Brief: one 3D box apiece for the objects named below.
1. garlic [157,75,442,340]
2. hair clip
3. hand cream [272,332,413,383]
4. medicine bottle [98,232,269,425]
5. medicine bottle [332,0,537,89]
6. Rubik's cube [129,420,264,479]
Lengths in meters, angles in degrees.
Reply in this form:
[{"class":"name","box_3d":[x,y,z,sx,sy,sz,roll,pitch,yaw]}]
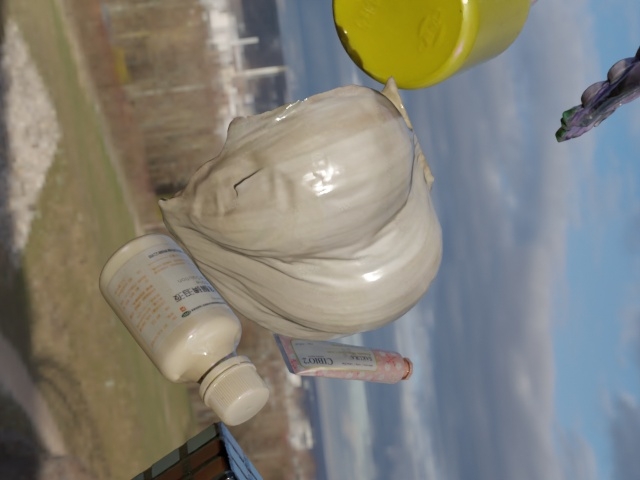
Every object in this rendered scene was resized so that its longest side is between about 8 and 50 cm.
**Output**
[{"class":"garlic","box_3d":[0.000,0.000,0.838,0.229,0.178,0.142,82,-16,-79]},{"class":"hair clip","box_3d":[0.361,-0.172,1.492,0.124,0.195,0.052,-2,60,-48]},{"class":"hand cream","box_3d":[0.032,0.155,1.626,0.043,0.210,0.067,-52,-135,30]},{"class":"medicine bottle","box_3d":[-0.157,0.110,1.503,0.252,0.114,0.114,49,-18,28]},{"class":"medicine bottle","box_3d":[0.109,-0.197,0.996,0.212,0.122,0.121,-30,118,-54]},{"class":"Rubik's cube","box_3d":[-0.133,0.334,1.446,0.162,0.163,0.160,55,0,-16]}]
